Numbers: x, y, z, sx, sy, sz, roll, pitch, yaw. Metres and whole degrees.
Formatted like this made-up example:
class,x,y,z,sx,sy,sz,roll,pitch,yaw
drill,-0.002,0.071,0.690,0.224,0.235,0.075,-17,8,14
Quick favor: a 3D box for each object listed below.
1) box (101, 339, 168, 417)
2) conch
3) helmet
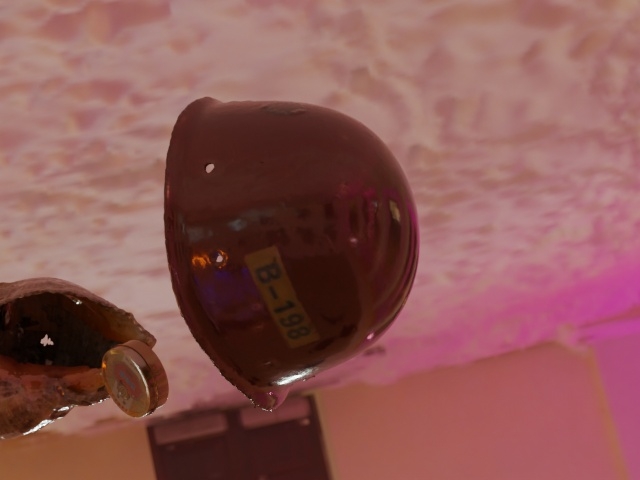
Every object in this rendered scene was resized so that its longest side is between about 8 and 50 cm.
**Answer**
class,x,y,z,sx,sy,sz,roll,pitch,yaw
box,-0.252,0.189,1.758,0.037,0.105,0.105,-25,178,-41
conch,-0.457,0.164,2.113,0.352,0.210,0.297,-17,132,-13
helmet,0.000,0.000,1.467,0.230,0.384,0.337,-12,-153,20
